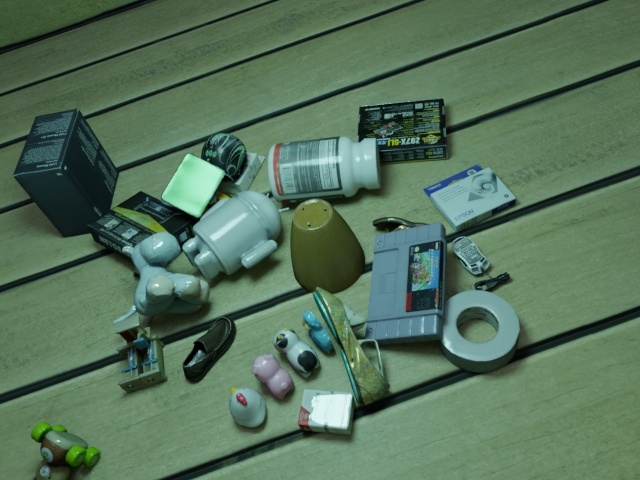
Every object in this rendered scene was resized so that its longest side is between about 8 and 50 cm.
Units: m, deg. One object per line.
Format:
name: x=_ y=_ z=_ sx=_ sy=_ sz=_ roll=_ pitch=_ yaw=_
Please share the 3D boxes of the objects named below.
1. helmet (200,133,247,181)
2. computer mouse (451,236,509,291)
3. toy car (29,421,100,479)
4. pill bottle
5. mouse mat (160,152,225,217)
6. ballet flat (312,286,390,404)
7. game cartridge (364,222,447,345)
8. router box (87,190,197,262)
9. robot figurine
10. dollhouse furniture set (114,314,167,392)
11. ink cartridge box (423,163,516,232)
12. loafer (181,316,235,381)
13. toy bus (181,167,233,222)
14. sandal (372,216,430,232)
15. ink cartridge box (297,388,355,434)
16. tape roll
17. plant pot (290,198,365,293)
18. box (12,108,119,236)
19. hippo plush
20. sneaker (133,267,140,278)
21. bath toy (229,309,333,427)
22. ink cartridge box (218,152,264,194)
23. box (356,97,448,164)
helmet: x=-0.344 y=-0.305 z=2.076 sx=0.169 sy=0.169 sz=0.162 roll=13 pitch=76 yaw=23
computer mouse: x=0.467 y=0.067 z=1.733 sx=0.106 sy=0.042 sz=0.193 roll=-30 pitch=57 yaw=-3
toy car: x=-0.725 y=0.615 z=1.559 sx=0.155 sy=0.149 sz=0.188 roll=24 pitch=73 yaw=17
pill bottle: x=0.018 y=-0.245 z=1.981 sx=0.362 sy=0.210 sz=0.210 roll=-4 pitch=52 yaw=10
mouse mat: x=-0.427 y=-0.186 z=1.941 sx=0.152 sy=0.007 sz=0.190 roll=28 pitch=77 yaw=2
ballet flat: x=0.090 y=0.273 z=1.591 sx=0.123 sy=0.123 sz=0.349 roll=-22 pitch=68 yaw=-3
game cartridge: x=0.250 y=0.121 z=1.667 sx=0.230 sy=0.068 sz=0.355 roll=-15 pitch=52 yaw=35
router box: x=-0.618 y=-0.040 z=2.031 sx=0.308 sy=0.081 sz=0.243 roll=24 pitch=48 yaw=30
robot figurine: x=-0.273 y=-0.029 z=1.891 sx=0.353 sy=0.200 sz=0.300 roll=-38 pitch=60 yaw=-16
dollhouse furniture set: x=-0.549 y=0.335 z=1.691 sx=0.129 sy=0.184 sz=0.129 roll=-19 pitch=51 yaw=0
ink cartridge box: x=0.483 y=-0.155 z=1.896 sx=0.223 sy=0.045 sz=0.224 roll=-25 pitch=51 yaw=-6
loafer: x=-0.331 y=0.314 z=1.719 sx=0.080 sy=0.078 sz=0.220 roll=18 pitch=59 yaw=26
toy bus: x=-0.416 y=-0.160 z=2.027 sx=0.220 sy=0.211 sz=0.149 roll=27 pitch=62 yaw=28
sandal: x=0.268 y=-0.030 z=1.845 sx=0.219 sy=0.090 sz=0.060 roll=13 pitch=79 yaw=15
ink cartridge box: x=0.018 y=0.455 z=1.534 sx=0.135 sy=0.056 sz=0.099 roll=1 pitch=54 yaw=16
tape roll: x=0.428 y=0.246 z=1.582 sx=0.219 sy=0.072 sz=0.219 roll=-8 pitch=51 yaw=10
plant pot: x=0.000 y=0.000 z=1.767 sx=0.237 sy=0.254 sz=0.237 roll=-8 pitch=52 yaw=10
box: x=-0.921 y=-0.245 z=2.135 sx=0.179 sy=0.343 sz=0.313 roll=-10 pitch=51 yaw=5
hippo plush: x=-0.486 y=0.107 z=1.810 sx=0.294 sy=0.234 sz=0.237 roll=-34 pitch=60 yaw=38
sneaker: x=-0.568 y=0.125 z=1.954 sx=0.158 sy=0.061 sz=0.065 roll=20 pitch=87 yaw=28
bath toy: x=-0.124 y=0.354 z=1.605 sx=0.151 sy=0.129 sz=0.348 roll=33 pitch=67 yaw=32
ink cartridge box: x=-0.301 y=-0.270 z=2.172 sx=0.115 sy=0.067 sz=0.198 roll=10 pitch=57 yaw=22
box: x=0.296 y=-0.397 z=2.113 sx=0.322 sy=0.079 sz=0.257 roll=-4 pitch=54 yaw=12
